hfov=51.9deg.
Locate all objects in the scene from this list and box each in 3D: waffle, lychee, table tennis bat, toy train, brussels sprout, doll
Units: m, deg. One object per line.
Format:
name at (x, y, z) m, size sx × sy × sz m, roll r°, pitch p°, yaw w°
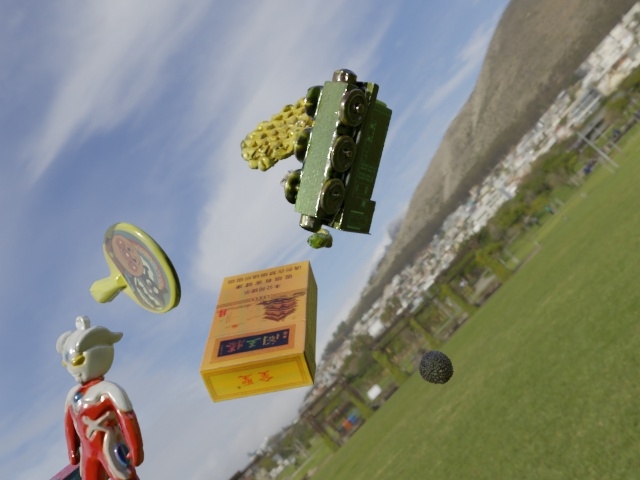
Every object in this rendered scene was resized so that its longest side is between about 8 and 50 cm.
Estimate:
waffle at (-0.069, -0.259, 1.534) m, size 0.261 × 0.056 × 0.250 m, roll -31°, pitch 28°, yaw 6°
lychee at (0.229, 0.254, 1.306) m, size 0.067 × 0.068 × 0.083 m, roll -20°, pitch -55°, yaw 2°
table tennis bat at (-0.433, 0.080, 1.479) m, size 0.368 × 0.224 × 0.054 m, roll -22°, pitch 13°, yaw 48°
toy train at (0.032, -0.119, 0.922) m, size 0.137 × 0.090 × 0.226 m, roll 7°, pitch -81°, yaw -52°
brussels sprout at (0.001, 0.000, 1.451) m, size 0.083 × 0.050 × 0.046 m, roll -47°, pitch -37°, yaw -73°
doll at (-0.372, 0.317, 1.116) m, size 0.188 × 0.384 × 0.099 m, roll -13°, pitch -6°, yaw 30°

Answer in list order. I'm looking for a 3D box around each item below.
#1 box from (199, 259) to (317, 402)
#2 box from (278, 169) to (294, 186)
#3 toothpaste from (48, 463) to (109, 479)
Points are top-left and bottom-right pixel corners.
box at (-0.096, 0.148, 1.145) m, size 0.174 × 0.076 × 0.274 m, roll -13°, pitch 28°, yaw 8°
box at (-0.094, -0.184, 1.972) m, size 0.051 × 0.036 × 0.117 m, roll -52°, pitch 3°, yaw 9°
toothpaste at (-0.547, 0.544, 1.514) m, size 0.066 × 0.076 × 0.320 m, roll -21°, pitch 3°, yaw 13°
